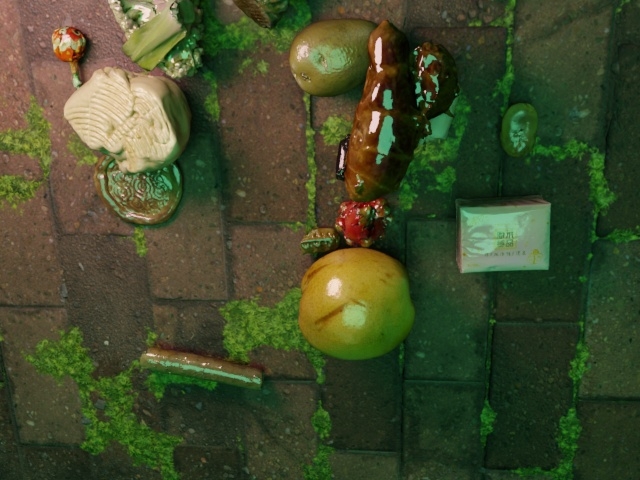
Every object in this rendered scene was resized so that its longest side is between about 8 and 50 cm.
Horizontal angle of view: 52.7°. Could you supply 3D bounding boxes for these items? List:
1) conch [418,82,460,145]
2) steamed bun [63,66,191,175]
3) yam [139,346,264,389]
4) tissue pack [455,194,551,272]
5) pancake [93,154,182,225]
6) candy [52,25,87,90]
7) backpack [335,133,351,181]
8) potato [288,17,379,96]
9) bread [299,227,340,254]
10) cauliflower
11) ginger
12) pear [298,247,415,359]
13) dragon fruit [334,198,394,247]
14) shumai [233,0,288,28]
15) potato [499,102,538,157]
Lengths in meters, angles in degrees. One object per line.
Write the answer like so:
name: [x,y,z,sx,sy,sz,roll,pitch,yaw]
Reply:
conch: [0.286,-0.320,1.621,0.094,0.104,0.176,6,112,-44]
steamed bun: [-0.469,-0.308,1.649,0.289,0.203,0.275,-13,101,23]
yam: [-0.351,0.382,1.931,0.372,0.083,0.083,12,109,0]
tissue pack: [0.472,-0.016,1.686,0.225,0.124,0.184,-3,107,6]
pancake: [-0.499,-0.154,1.788,0.250,0.031,0.249,1,108,3]
candy: [-0.636,-0.416,1.701,0.084,0.078,0.287,-6,116,-5]
backpack: [0.119,-0.199,1.672,0.165,0.106,0.119,12,90,-16]
potato: [0.049,-0.452,1.568,0.252,0.159,0.174,-22,136,0]
bread: [0.000,0.000,1.775,0.110,0.060,0.066,-9,77,9]
cauliflower: [-0.359,-0.515,1.527,0.239,0.315,0.256,-17,100,-30]
ginger: [0.190,-0.277,1.517,0.254,0.176,0.418,12,102,-13]
pear: [0.095,0.166,1.704,0.315,0.314,0.314,2,109,5]
dragon fruit: [0.125,-0.058,1.705,0.133,0.208,0.150,27,66,-17]
shumai: [-0.138,-0.619,1.545,0.184,0.184,0.142,44,84,-9]
potato: [0.499,-0.277,1.623,0.092,0.070,0.137,5,108,6]
